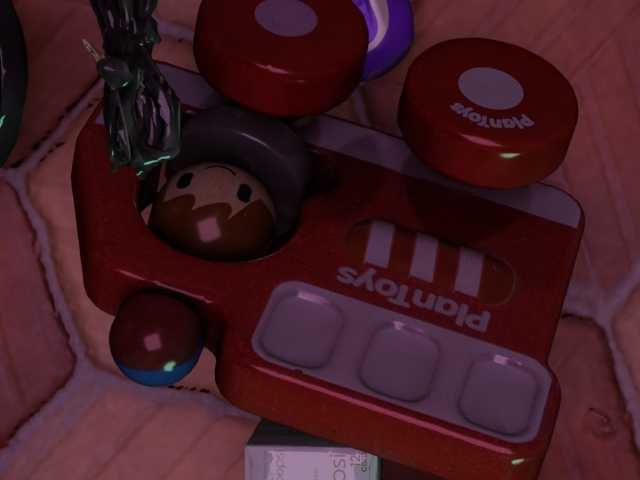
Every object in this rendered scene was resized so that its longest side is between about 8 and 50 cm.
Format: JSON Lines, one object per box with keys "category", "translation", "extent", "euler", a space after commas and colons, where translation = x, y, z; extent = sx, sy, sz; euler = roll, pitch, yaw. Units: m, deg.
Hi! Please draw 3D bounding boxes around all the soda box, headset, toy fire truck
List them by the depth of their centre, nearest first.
{"category": "toy fire truck", "translation": [0.000, 0.000, 0.958], "extent": [0.302, 0.254, 0.169], "euler": [18, 132, 4]}
{"category": "headset", "translation": [-0.253, -0.077, 0.959], "extent": [0.394, 0.243, 0.185], "euler": [-17, 81, 28]}
{"category": "soda box", "translation": [-0.001, 0.137, 1.005], "extent": [0.074, 0.216, 0.069], "euler": [1, 92, 3]}

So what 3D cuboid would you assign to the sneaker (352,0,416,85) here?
{"category": "sneaker", "translation": [-0.058, -0.211, 1.027], "extent": [0.102, 0.146, 0.293], "euler": [-41, 89, 4]}
